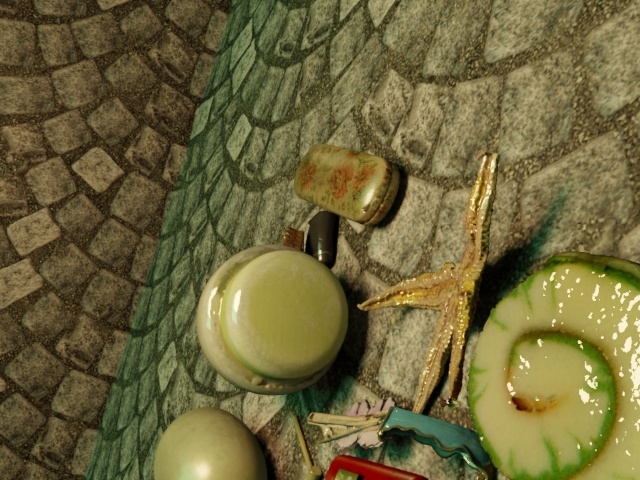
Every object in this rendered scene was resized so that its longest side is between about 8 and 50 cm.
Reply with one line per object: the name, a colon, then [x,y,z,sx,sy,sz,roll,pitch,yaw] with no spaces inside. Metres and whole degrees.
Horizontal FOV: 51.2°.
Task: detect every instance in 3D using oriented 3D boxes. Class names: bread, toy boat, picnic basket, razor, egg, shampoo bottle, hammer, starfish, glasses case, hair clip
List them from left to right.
egg: [-0.259,0.539,1.573,0.352,0.258,0.258,25,96,59]
shampoo bottle: [-0.110,0.174,1.457,0.317,0.323,0.322,147,135,-62]
picnic basket: [-0.070,0.065,1.654,0.110,0.055,0.193,-82,-3,-51]
hammer: [-0.039,0.464,1.477,0.195,0.028,0.060,-116,44,-57]
razor: [0.000,0.000,1.651,0.090,0.054,0.148,-24,53,50]
glasses case: [0.051,-0.141,1.599,0.156,0.098,0.425,-65,28,2]
hair clip: [0.071,0.342,1.257,0.106,0.084,0.292,-52,12,-34]
shampoo bottle: [0.115,0.448,1.144,0.314,0.076,0.118,-13,59,58]
toy boat: [0.178,0.319,1.035,0.075,0.186,0.077,81,-155,-66]
starfish: [0.197,0.104,1.125,0.398,0.132,0.383,140,146,-63]
bread: [0.341,0.208,0.829,0.366,0.129,0.381,-4,71,63]
